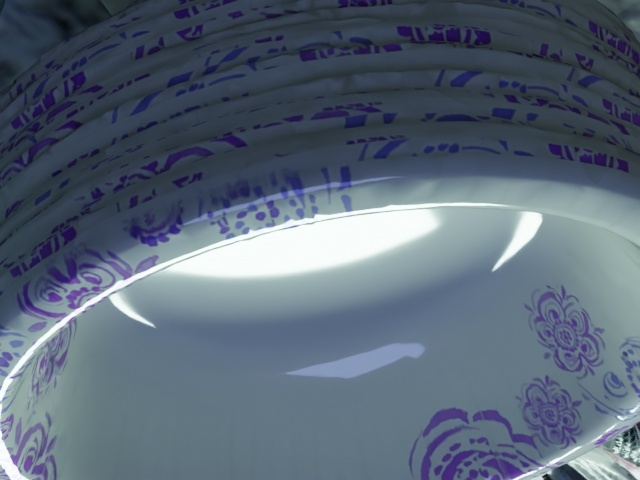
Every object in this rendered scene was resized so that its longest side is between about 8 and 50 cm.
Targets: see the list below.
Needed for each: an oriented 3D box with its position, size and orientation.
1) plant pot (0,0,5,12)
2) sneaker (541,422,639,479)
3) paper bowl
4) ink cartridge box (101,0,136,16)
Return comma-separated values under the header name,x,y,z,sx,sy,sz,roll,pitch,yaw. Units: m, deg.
name,x,y,z,sx,sy,sz,roll,pitch,yaw
plant pot,-0.297,-0.115,0.479,0.255,0.272,0.271,-22,131,38
sneaker,0.148,0.073,0.746,0.112,0.121,0.299,-35,138,7
paper bowl,0.000,0.000,0.512,0.284,0.148,0.284,-7,147,-5
ink cartridge box,-0.038,-0.223,0.464,0.207,0.117,0.283,-21,129,16
